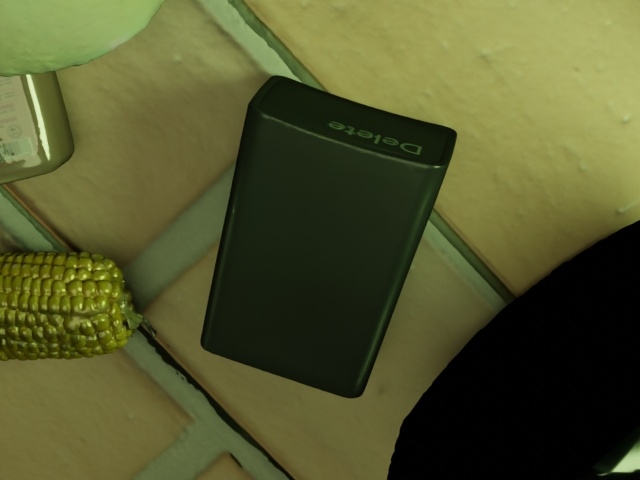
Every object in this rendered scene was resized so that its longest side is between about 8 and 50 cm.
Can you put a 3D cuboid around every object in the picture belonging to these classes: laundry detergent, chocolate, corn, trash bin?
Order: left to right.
[{"bbox_3d":[-0.319,-0.159,1.139,0.171,0.076,0.237,-13,106,11],"label":"laundry detergent"},{"bbox_3d":[-0.301,0.058,1.201,0.311,0.101,0.101,0,109,10],"label":"corn"},{"bbox_3d":[0.000,0.000,1.126,0.165,0.115,0.225,18,112,3],"label":"trash bin"},{"bbox_3d":[0.280,0.197,1.018,0.384,0.383,0.331,-35,100,18],"label":"chocolate"}]

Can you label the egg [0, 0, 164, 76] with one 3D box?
[{"bbox_3d":[-0.257,-0.290,0.987,0.337,0.201,0.336,0,92,1],"label":"egg"}]
